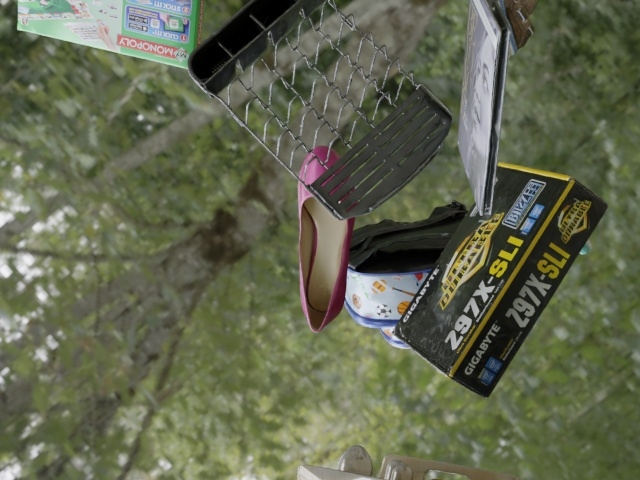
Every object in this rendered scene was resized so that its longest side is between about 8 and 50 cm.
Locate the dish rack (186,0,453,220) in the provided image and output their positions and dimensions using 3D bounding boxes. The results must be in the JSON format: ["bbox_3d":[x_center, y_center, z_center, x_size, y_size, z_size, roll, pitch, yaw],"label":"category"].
[{"bbox_3d":[0.008,-0.166,1.245,0.271,0.208,0.074,46,172,12],"label":"dish rack"}]

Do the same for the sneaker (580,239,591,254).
[{"bbox_3d":[0.540,-0.014,2.405,0.065,0.076,0.166,43,-162,-33],"label":"sneaker"}]

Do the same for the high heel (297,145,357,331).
[{"bbox_3d":[0.000,0.000,1.456,0.117,0.082,0.244,-74,-10,-56],"label":"high heel"}]

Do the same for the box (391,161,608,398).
[{"bbox_3d":[0.252,0.048,1.589,0.079,0.322,0.257,32,-179,-18],"label":"box"}]

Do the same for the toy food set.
[{"bbox_3d":[0.131,0.333,1.511,0.306,0.219,0.092,13,-98,-63],"label":"toy food set"}]

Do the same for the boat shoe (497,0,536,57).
[{"bbox_3d":[0.241,-0.313,1.413,0.066,0.066,0.183,57,180,27],"label":"boat shoe"}]

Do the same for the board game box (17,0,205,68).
[{"bbox_3d":[-0.345,-0.419,1.796,0.317,0.214,0.046,14,-147,6],"label":"board game box"}]

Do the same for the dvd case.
[{"bbox_3d":[0.178,-0.164,1.212,0.164,0.018,0.221,-95,5,-56],"label":"dvd case"}]

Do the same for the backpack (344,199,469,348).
[{"bbox_3d":[0.165,0.061,1.878,0.276,0.263,0.213,-107,16,-73],"label":"backpack"}]
